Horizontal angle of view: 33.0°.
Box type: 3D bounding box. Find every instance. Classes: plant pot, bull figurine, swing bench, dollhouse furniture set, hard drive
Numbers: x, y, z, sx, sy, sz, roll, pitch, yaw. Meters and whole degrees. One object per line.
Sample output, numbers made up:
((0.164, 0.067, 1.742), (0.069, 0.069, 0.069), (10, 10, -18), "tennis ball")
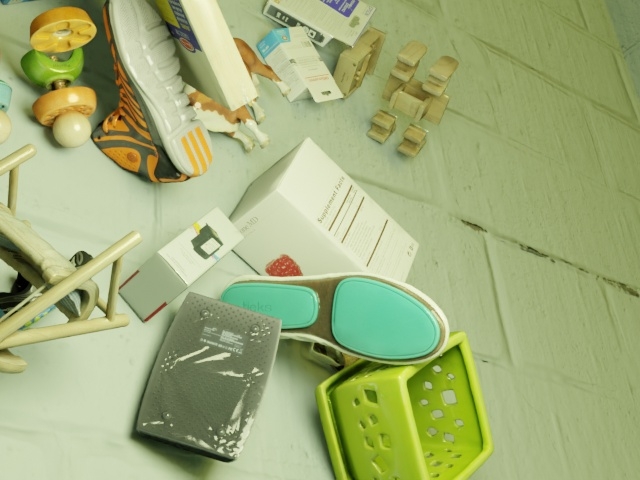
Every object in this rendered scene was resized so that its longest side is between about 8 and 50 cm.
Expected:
((0.130, 0.292, 1.787), (0.228, 0.207, 0.227), (-23, 101, -51), "plant pot")
((-0.172, -0.263, 2.015), (0.188, 0.101, 0.310), (43, 41, -21), "bull figurine")
((-0.415, 0.028, 1.405), (0.253, 0.165, 0.255), (38, 42, 27), "swing bench")
((0.168, -0.342, 2.342), (0.242, 0.212, 0.161), (28, 39, 10), "dollhouse furniture set")
((-0.166, 0.209, 1.641), (0.172, 0.054, 0.254), (17, 51, 0), "hard drive")

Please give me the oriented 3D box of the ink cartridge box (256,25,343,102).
((-0.042, -0.352, 2.245), (0.104, 0.060, 0.180), (-20, 77, -52), "ink cartridge box")

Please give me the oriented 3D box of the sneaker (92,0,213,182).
((-0.313, -0.234, 1.761), (0.125, 0.180, 0.321), (-37, 113, -51), "sneaker")

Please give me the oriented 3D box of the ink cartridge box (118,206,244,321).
((-0.220, 0.036, 1.714), (0.072, 0.127, 0.175), (49, 37, -3), "ink cartridge box")

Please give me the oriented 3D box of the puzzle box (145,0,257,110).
((-0.246, -0.378, 1.774), (0.052, 0.409, 0.272), (-31, 120, -13), "puzzle box")

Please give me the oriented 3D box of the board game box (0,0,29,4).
((-0.504, -0.581, 1.916), (0.302, 0.086, 0.308), (-26, 82, -52), "board game box")

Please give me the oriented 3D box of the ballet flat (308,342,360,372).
((-0.012, 0.158, 1.891), (0.206, 0.073, 0.067), (41, 54, -11), "ballet flat")

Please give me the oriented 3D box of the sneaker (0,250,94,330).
((-0.395, 0.059, 1.562), (0.078, 0.067, 0.188), (56, 40, -7), "sneaker")

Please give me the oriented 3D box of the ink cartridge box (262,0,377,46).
((0.002, -0.503, 2.373), (0.208, 0.045, 0.206), (29, 40, -1), "ink cartridge box")

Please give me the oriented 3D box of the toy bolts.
((-0.439, -0.233, 1.650), (0.229, 0.218, 0.158), (-10, 75, -30), "toy bolts")

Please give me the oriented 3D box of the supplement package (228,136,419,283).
((0.000, 0.000, 1.929), (0.293, 0.177, 0.175), (43, 40, -13), "supplement package")

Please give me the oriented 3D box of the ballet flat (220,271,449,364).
((0.031, 0.116, 1.749), (0.139, 0.401, 0.139), (5, 90, -65), "ballet flat")
